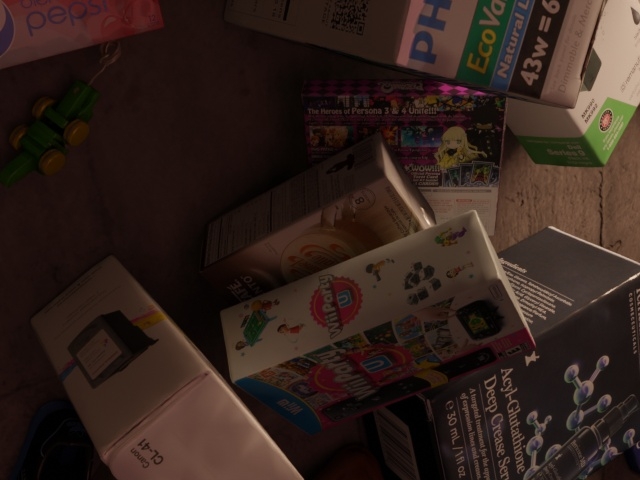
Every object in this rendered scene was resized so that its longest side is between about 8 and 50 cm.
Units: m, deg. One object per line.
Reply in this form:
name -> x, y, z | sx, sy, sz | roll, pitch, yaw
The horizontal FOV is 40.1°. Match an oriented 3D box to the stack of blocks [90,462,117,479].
stack of blocks -> -0.163, 0.388, 1.024 | 0.171, 0.297, 0.087 | 38, 86, -34

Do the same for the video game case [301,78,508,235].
video game case -> 0.100, -0.095, 1.049 | 0.232, 0.042, 0.210 | 0, 132, 7

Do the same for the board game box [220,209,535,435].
board game box -> 0.073, 0.104, 1.005 | 0.303, 0.098, 0.224 | -22, 147, 12

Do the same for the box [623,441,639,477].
box -> 0.608, 0.329, 1.632 | 0.136, 0.036, 0.225 | -39, 122, -13

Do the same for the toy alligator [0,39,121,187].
toy alligator -> -0.264, -0.127, 0.921 | 0.190, 0.056, 0.051 | -52, 167, -5

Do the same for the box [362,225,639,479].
box -> 0.272, 0.209, 1.274 | 0.395, 0.212, 0.294 | -27, 119, -21

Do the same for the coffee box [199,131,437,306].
coffee box -> 0.000, 0.000, 1.029 | 0.246, 0.098, 0.141 | -27, 125, 18

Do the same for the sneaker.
sneaker -> -0.324, 0.307, 1.022 | 0.081, 0.090, 0.232 | 10, 102, -34

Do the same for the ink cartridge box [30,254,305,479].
ink cartridge box -> -0.165, 0.176, 0.936 | 0.131, 0.306, 0.226 | -41, 124, -12

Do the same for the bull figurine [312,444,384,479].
bull figurine -> -0.008, 0.430, 1.220 | 0.310, 0.101, 0.188 | -41, 79, -20

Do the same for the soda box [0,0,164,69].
soda box -> -0.293, -0.221, 0.845 | 0.263, 0.083, 0.092 | -22, 118, -22

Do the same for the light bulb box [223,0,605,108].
light bulb box -> 0.104, -0.347, 0.867 | 0.225, 0.361, 0.358 | 6, 106, -33

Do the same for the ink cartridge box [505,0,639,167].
ink cartridge box -> 0.308, -0.265, 1.149 | 0.289, 0.121, 0.211 | 43, 72, -35
